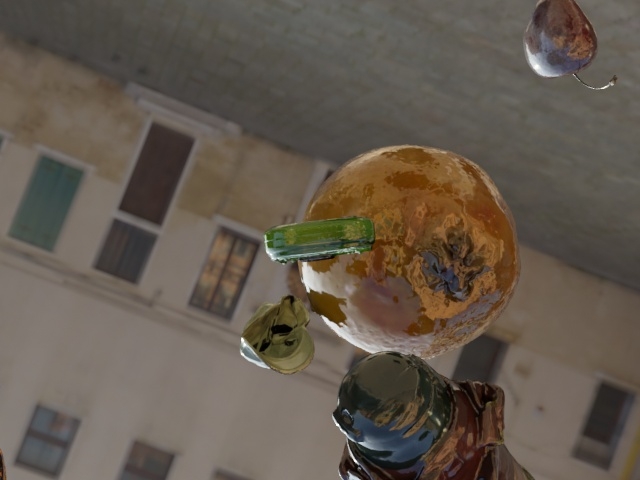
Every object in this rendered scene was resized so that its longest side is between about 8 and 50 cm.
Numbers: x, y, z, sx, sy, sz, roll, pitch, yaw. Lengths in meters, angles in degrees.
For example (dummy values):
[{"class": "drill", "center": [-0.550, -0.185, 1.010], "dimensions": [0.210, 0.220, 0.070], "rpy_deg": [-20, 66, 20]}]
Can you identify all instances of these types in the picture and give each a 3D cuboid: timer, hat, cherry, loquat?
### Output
[{"class": "timer", "center": [0.000, 0.000, 1.483], "dimensions": [0.128, 0.047, 0.140], "rpy_deg": [-7, 177, 2]}, {"class": "hat", "center": [-0.058, 0.153, 1.898], "dimensions": [0.122, 0.081, 0.166], "rpy_deg": [-9, -154, -19]}, {"class": "cherry", "center": [0.389, -0.320, 1.997], "dimensions": [0.115, 0.148, 0.188], "rpy_deg": [15, 178, -14]}, {"class": "loquat", "center": [0.128, 0.018, 1.860], "dimensions": [0.328, 0.329, 0.328], "rpy_deg": [21, 177, 1]}]

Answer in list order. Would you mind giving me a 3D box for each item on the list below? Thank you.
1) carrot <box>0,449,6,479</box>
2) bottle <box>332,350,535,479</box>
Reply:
[{"class": "carrot", "center": [-0.493, 0.211, 1.250], "dimensions": [0.340, 0.224, 0.224], "rpy_deg": [11, 172, 36]}, {"class": "bottle", "center": [0.106, 0.194, 1.120], "dimensions": [0.143, 0.156, 0.271], "rpy_deg": [45, 173, 45]}]
